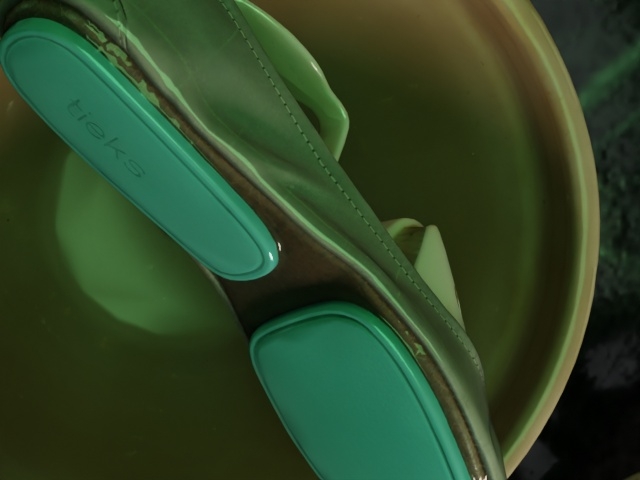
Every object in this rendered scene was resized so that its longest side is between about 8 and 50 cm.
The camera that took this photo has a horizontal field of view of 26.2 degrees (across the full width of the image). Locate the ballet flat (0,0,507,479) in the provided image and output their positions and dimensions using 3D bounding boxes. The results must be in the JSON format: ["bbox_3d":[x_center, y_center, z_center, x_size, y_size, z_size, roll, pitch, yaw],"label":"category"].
[{"bbox_3d":[0.000,0.000,0.378,0.213,0.072,0.068,53,53,-18],"label":"ballet flat"}]

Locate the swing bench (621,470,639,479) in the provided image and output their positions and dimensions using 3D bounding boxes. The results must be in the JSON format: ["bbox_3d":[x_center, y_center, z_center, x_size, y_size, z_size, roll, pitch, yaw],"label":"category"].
[{"bbox_3d":[0.276,0.156,0.541,0.255,0.165,0.253,-35,107,-4],"label":"swing bench"}]

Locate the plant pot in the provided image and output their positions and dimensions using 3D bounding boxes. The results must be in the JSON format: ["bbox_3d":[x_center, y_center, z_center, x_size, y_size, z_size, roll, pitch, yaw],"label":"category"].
[{"bbox_3d":[-0.039,-0.005,0.456,0.237,0.110,0.237,-2,100,-15],"label":"plant pot"}]
